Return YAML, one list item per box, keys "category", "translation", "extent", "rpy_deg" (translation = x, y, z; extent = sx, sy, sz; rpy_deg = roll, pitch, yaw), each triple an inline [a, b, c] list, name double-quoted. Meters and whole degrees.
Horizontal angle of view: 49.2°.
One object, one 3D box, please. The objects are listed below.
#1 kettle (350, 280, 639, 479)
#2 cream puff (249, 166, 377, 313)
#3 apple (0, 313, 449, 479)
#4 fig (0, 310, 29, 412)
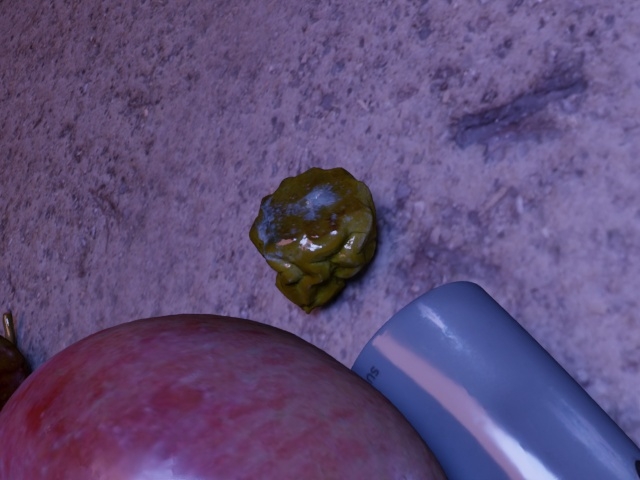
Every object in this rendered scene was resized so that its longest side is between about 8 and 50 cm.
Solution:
- category: "kettle"
  translation: [0.136, 0.186, 0.523]
  extent: [0.243, 0.160, 0.210]
  rpy_deg: [46, 119, 39]
- category: "cream puff"
  translation: [0.000, 0.000, 0.761]
  extent: [0.146, 0.116, 0.146]
  rpy_deg: [-10, 41, 9]
- category: "apple"
  translation: [-0.048, 0.204, 0.471]
  extent: [0.345, 0.269, 0.344]
  rpy_deg: [15, 114, 37]
- category: "fig"
  translation: [-0.523, 0.208, 1.087]
  extent: [0.175, 0.207, 0.175]
  rpy_deg: [1, 93, 14]
